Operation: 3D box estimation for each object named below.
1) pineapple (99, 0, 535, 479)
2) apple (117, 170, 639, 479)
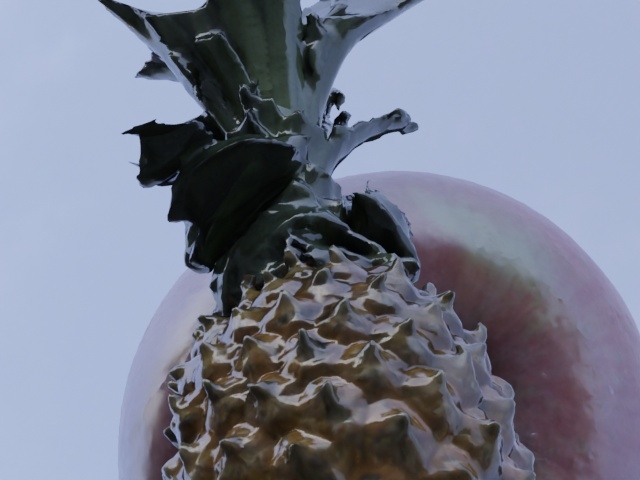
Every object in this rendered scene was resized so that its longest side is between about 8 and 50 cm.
[{"bbox_3d":[0.000,0.000,0.651,0.130,0.277,0.119,-8,-42,-6],"label":"pineapple"},{"bbox_3d":[0.032,0.128,1.152,0.345,0.345,0.269,44,-27,6],"label":"apple"}]
